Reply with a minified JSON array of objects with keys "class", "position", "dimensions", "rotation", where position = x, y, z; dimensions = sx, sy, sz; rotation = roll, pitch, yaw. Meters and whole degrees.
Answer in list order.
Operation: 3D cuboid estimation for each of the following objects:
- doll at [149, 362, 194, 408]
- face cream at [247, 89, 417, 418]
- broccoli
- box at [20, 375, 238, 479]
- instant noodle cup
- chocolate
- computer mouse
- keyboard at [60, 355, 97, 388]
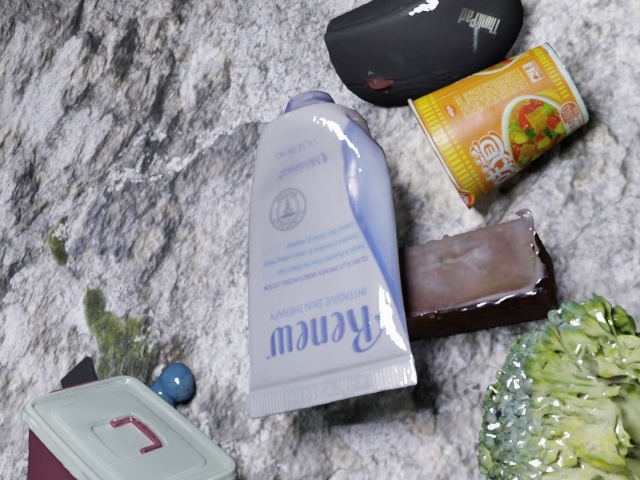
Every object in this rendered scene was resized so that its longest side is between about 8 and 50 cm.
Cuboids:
[{"class":"doll","position":[-0.223,0.226,1.282],"dimensions":[0.083,0.050,0.076],"rotation":[-44,55,8]},{"class":"face cream","position":[0.000,0.000,1.082],"dimensions":[0.235,0.137,0.420],"rotation":[-17,63,28]},{"class":"broccoli","position":[0.278,0.216,0.846],"dimensions":[0.246,0.288,0.248],"rotation":[7,34,22]},{"class":"box","position":[-0.268,0.328,1.159],"dimensions":[0.294,0.193,0.167],"rotation":[28,117,39]},{"class":"instant noodle cup","position":[0.230,-0.153,1.083],"dimensions":[0.185,0.168,0.168],"rotation":[-30,54,12]},{"class":"chocolate","position":[0.142,0.068,1.061],"dimensions":[0.321,0.112,0.112],"rotation":[-16,58,29]},{"class":"computer mouse","position":[0.144,-0.266,1.172],"dimensions":[0.269,0.170,0.100],"rotation":[-17,45,31]},{"class":"keyboard","position":[-0.373,0.282,1.383],"dimensions":[0.074,0.015,0.196],"rotation":[-43,51,16]}]
